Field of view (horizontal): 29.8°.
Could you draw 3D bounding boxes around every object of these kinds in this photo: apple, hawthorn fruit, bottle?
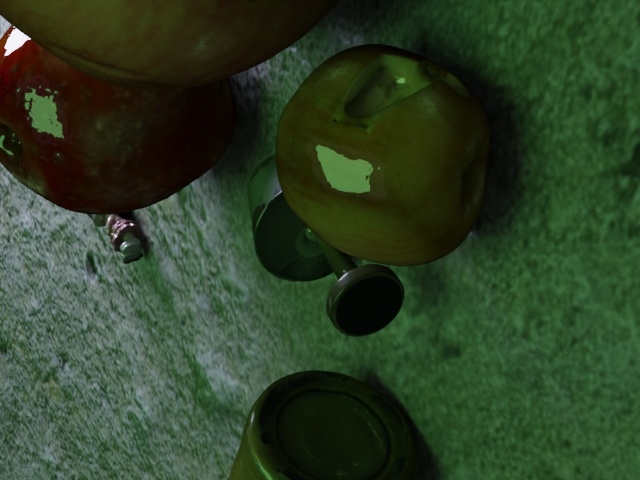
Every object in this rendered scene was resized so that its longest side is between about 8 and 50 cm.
[{"bbox_3d":[0.056,-0.068,1.005,0.199,0.199,0.199,23,118,52],"label":"apple"},{"bbox_3d":[-0.231,-0.161,1.330,0.284,0.284,0.284,23,118,52],"label":"hawthorn fruit"},{"bbox_3d":[-0.149,-0.321,1.039,0.346,0.391,0.391,-25,79,61],"label":"apple"},{"bbox_3d":[-0.028,0.308,1.247,0.171,0.171,0.351,53,141,33],"label":"bottle"}]

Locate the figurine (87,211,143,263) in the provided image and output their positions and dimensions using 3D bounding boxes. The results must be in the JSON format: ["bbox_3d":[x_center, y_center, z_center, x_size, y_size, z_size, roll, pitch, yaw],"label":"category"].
[{"bbox_3d":[-0.277,-0.026,1.626,0.129,0.054,0.072,51,153,25],"label":"figurine"}]

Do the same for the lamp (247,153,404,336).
[{"bbox_3d":[0.000,0.000,1.142,0.215,0.121,0.121,-122,37,-48],"label":"lamp"}]
